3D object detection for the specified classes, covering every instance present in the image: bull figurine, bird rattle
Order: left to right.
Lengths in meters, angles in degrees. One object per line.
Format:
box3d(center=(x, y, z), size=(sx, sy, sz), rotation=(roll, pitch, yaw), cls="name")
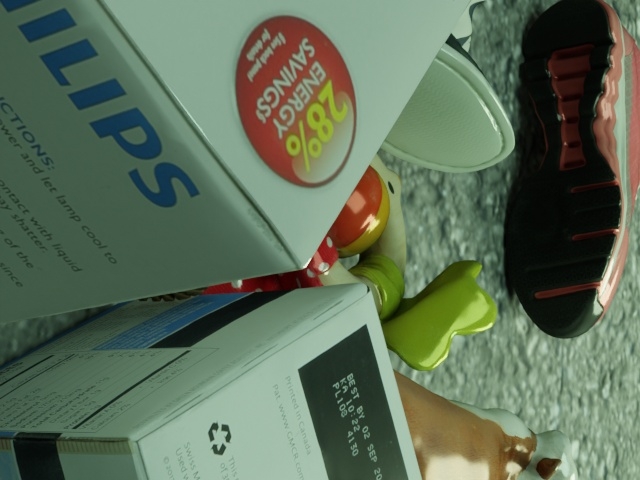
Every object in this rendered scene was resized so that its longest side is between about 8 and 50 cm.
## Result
box3d(center=(0.000, 0.000, 1.293), size=(0.253, 0.143, 0.207), rotation=(28, 48, -38), cls="bird rattle")
box3d(center=(0.061, 0.180, 1.287), size=(0.310, 0.101, 0.188), rotation=(32, 92, -39), cls="bull figurine")

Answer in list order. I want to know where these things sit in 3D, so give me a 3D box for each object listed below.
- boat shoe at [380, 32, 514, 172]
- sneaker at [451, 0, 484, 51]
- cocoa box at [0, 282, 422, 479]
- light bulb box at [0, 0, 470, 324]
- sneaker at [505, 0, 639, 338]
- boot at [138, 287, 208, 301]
box3d(center=(0.041, -0.157, 1.294), size=(0.302, 0.114, 0.091), rotation=(39, 38, -39), cls="boat shoe")
box3d(center=(0.082, -0.255, 1.401), size=(0.153, 0.094, 0.235), rotation=(49, 62, -46), cls="sneaker")
box3d(center=(-0.074, 0.228, 1.074), size=(0.231, 0.228, 0.347), rotation=(-30, 109, -48), cls="cocoa box")
box3d(center=(-0.125, -0.152, 0.884), size=(0.225, 0.361, 0.358), rotation=(55, 46, -26), cls="light bulb box")
box3d(center=(0.257, -0.060, 1.574), size=(0.136, 0.116, 0.314), rotation=(21, 71, -48), cls="sneaker")
box3d(center=(-0.140, -0.015, 1.106), size=(0.158, 0.059, 0.085), rotation=(18, 56, -8), cls="boot")
